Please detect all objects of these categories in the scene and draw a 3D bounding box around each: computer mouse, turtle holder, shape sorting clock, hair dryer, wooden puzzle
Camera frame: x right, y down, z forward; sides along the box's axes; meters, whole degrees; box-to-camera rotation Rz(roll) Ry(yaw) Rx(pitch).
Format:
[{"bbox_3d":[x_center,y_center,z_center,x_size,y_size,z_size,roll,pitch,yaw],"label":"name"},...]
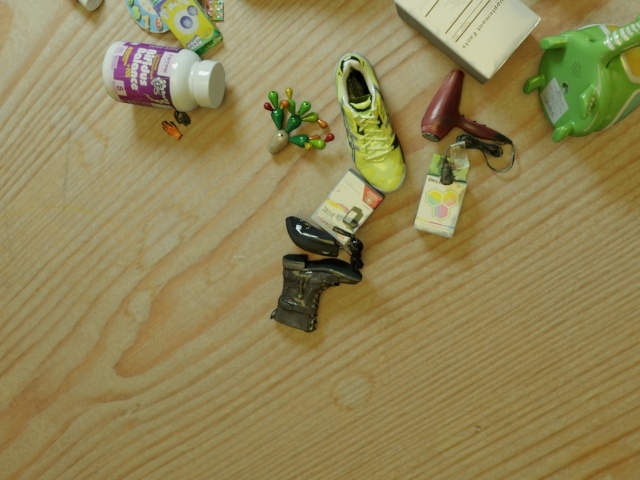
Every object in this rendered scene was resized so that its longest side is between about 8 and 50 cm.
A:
[{"bbox_3d":[0.000,0.000,1.494,0.262,0.184,0.060,29,68,13],"label":"computer mouse"},{"bbox_3d":[0.637,-0.396,1.238,0.227,0.243,0.320,-17,137,-6],"label":"turtle holder"},{"bbox_3d":[-0.466,-0.683,1.497,0.206,0.040,0.206,10,114,23],"label":"shape sorting clock"},{"bbox_3d":[0.372,-0.301,1.427,0.223,0.080,0.294,-18,97,-12],"label":"hair dryer"},{"bbox_3d":[-0.295,-0.640,1.516,0.049,0.006,0.083,4,103,11],"label":"wooden puzzle"}]

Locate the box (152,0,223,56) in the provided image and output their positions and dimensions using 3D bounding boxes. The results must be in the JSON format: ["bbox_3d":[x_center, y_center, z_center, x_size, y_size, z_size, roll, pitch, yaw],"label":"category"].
[{"bbox_3d":[-0.358,-0.595,1.483,0.105,0.043,0.179,-29,129,16],"label":"box"}]

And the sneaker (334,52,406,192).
[{"bbox_3d":[0.118,-0.302,1.433,0.145,0.147,0.385,-21,98,13],"label":"sneaker"}]

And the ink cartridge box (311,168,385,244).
[{"bbox_3d":[0.077,-0.093,1.523,0.127,0.072,0.175,39,106,0],"label":"ink cartridge box"}]

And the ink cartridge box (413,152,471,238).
[{"bbox_3d":[0.330,-0.121,1.472,0.108,0.062,0.209,15,104,8],"label":"ink cartridge box"}]

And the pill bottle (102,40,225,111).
[{"bbox_3d":[-0.426,-0.448,1.500,0.301,0.169,0.169,10,104,9],"label":"pill bottle"}]

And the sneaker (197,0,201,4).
[{"bbox_3d":[-0.355,-0.711,1.472,0.069,0.084,0.186,22,105,6],"label":"sneaker"}]

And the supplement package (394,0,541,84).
[{"bbox_3d":[0.349,-0.544,1.317,0.293,0.177,0.175,40,106,0],"label":"supplement package"}]

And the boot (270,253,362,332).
[{"bbox_3d":[-0.015,0.166,1.601,0.262,0.091,0.229,11,109,13],"label":"boot"}]

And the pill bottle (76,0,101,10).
[{"bbox_3d":[-0.689,-0.719,1.546,0.120,0.067,0.067,39,106,1],"label":"pill bottle"}]

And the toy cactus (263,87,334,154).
[{"bbox_3d":[-0.084,-0.308,1.505,0.219,0.112,0.180,40,116,-8],"label":"toy cactus"}]

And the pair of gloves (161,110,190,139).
[{"bbox_3d":[-0.427,-0.348,1.603,0.074,0.010,0.083,41,104,2],"label":"pair of gloves"}]
